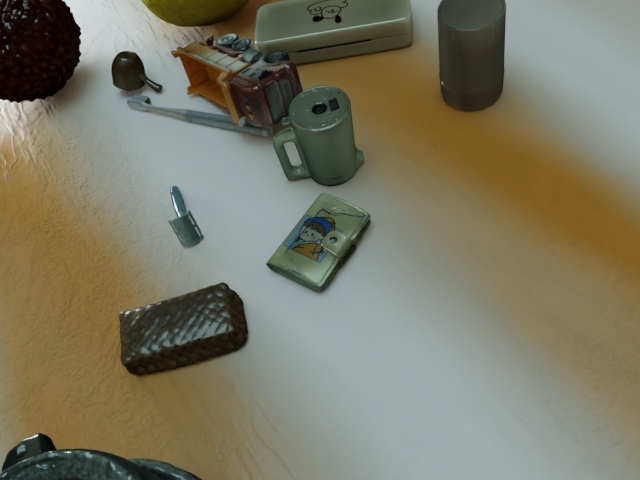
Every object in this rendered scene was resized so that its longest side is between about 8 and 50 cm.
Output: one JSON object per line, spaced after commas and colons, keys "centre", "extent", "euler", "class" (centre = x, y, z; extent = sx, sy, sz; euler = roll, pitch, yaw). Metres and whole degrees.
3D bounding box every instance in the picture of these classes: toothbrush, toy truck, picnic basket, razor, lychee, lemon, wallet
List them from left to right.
{"centre": [-0.640, -0.418, 1.283], "extent": [0.264, 0.300, 0.264], "euler": [11, 68, -29], "class": "lychee"}
{"centre": [-0.210, 0.131, 0.920], "extent": [0.193, 0.055, 0.110], "euler": [-16, 54, 1], "class": "picnic basket"}
{"centre": [-0.241, -0.055, 1.059], "extent": [0.040, 0.068, 0.135], "euler": [-23, 43, -5], "class": "razor"}
{"centre": [-0.241, -0.244, 1.199], "extent": [0.342, 0.025, 0.030], "euler": [16, 56, 24], "class": "toothbrush"}
{"centre": [-0.260, -0.583, 1.294], "extent": [0.310, 0.253, 0.253], "euler": [-10, 55, 8], "class": "lemon"}
{"centre": [-0.156, -0.303, 1.147], "extent": [0.135, 0.114, 0.270], "euler": [-40, 48, -22], "class": "toy truck"}
{"centre": [0.000, 0.000, 0.966], "extent": [0.110, 0.039, 0.155], "euler": [24, 66, 28], "class": "wallet"}

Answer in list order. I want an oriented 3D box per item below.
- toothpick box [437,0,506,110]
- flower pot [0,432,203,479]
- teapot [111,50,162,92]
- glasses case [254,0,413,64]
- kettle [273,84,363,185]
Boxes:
{"centre": [0.254, -0.317, 1.034], "extent": [0.111, 0.180, 0.111], "euler": [-7, 57, 10], "class": "toothpick box"}
{"centre": [-0.236, 0.364, 0.634], "extent": [0.299, 0.283, 0.299], "euler": [-6, 59, 10], "class": "flower pot"}
{"centre": [-0.376, -0.347, 1.279], "extent": [0.110, 0.080, 0.085], "euler": [18, 41, 8], "class": "teapot"}
{"centre": [0.026, -0.433, 1.233], "extent": [0.313, 0.070, 0.131], "euler": [-6, 56, 10], "class": "glasses case"}
{"centre": [0.000, -0.160, 1.008], "extent": [0.127, 0.148, 0.098], "euler": [-39, 59, -15], "class": "kettle"}
